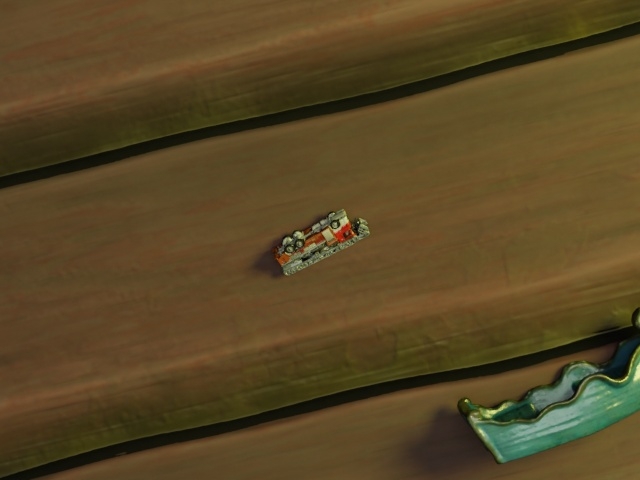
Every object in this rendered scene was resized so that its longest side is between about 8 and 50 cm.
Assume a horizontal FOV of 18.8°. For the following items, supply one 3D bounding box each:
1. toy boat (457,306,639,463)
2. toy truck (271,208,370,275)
[{"bbox_3d":[0.205,0.118,1.608,0.185,0.075,0.077,-20,99,1],"label":"toy boat"},{"bbox_3d":[0.000,0.000,1.641,0.083,0.024,0.032,-29,113,6],"label":"toy truck"}]
